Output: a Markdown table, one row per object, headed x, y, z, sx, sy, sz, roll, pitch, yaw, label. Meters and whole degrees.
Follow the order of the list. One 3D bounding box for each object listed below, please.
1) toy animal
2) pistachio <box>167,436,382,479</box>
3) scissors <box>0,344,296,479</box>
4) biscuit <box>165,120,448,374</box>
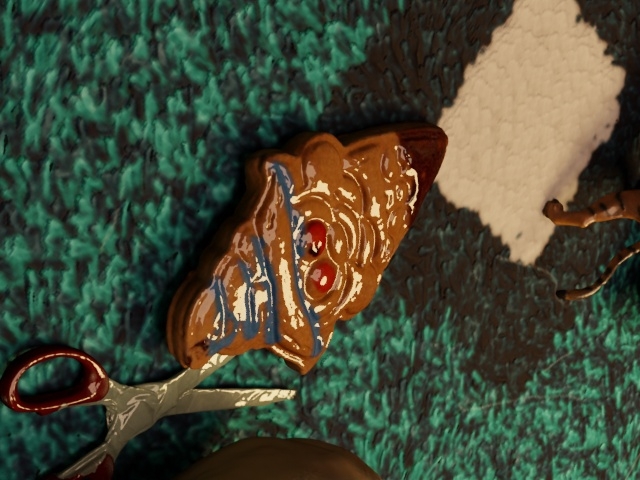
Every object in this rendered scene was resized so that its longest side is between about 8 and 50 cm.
| x | y | z | sx | sy | sz | roll | pitch | yaw | label |
| --- | --- | --- | --- | --- | --- | --- | --- | --- | --- |
| 0.295 | -0.037 | 1.236 | 0.255 | 0.116 | 0.114 | -54 | 134 | -9 | toy animal |
| -0.063 | 0.273 | 0.964 | 0.321 | 0.238 | 0.229 | -52 | 145 | -41 | pistachio |
| -0.112 | 0.112 | 1.001 | 0.247 | 0.017 | 0.144 | -19 | 121 | -38 | scissors |
| 0.000 | 0.000 | 1.031 | 0.280 | 0.043 | 0.183 | -35 | 132 | -26 | biscuit |
